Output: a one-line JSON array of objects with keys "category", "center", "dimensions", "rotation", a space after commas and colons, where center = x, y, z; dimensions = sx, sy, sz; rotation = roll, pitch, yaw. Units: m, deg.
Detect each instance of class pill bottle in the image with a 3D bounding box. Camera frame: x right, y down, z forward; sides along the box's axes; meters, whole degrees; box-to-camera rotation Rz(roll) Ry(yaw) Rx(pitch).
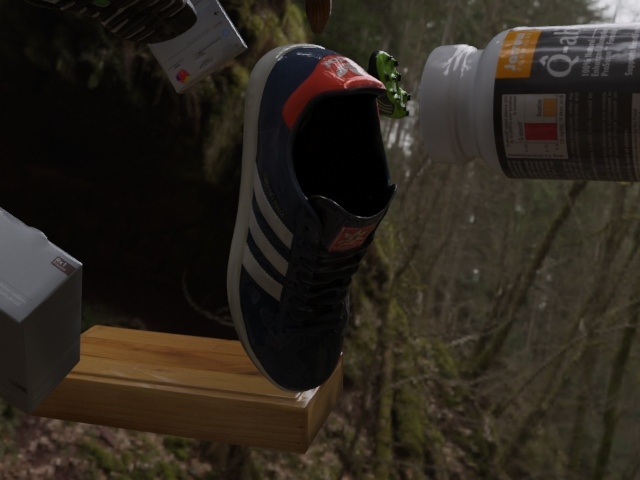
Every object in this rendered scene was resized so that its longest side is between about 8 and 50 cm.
[{"category": "pill bottle", "center": [0.256, -0.143, 0.922], "dimensions": [0.278, 0.162, 0.162], "rotation": [4, -12, 27]}]

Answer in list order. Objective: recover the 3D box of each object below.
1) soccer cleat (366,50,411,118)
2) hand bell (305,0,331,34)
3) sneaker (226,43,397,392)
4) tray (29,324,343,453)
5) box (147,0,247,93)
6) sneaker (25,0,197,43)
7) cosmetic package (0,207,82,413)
[{"category": "soccer cleat", "center": [0.081, -0.215, 1.244], "dimensions": [0.072, 0.060, 0.179], "rotation": [4, -13, 15]}, {"category": "hand bell", "center": [-0.004, -0.389, 1.257], "dimensions": [0.126, 0.126, 0.242], "rotation": [12, -32, 5]}, {"category": "sneaker", "center": [0.000, 0.000, 0.817], "dimensions": [0.131, 0.350, 0.148], "rotation": [-14, 24, -32]}, {"category": "tray", "center": [-0.190, 0.203, 1.265], "dimensions": [0.411, 0.076, 0.203], "rotation": [5, 15, 15]}, {"category": "box", "center": [-0.235, -0.371, 1.514], "dimensions": [0.145, 0.186, 0.038], "rotation": [-33, -2, 10]}, {"category": "sneaker", "center": [-0.263, -0.351, 1.072], "dimensions": [0.106, 0.162, 0.281], "rotation": [-23, -14, 26]}, {"category": "cosmetic package", "center": [-0.347, 0.084, 0.992], "dimensions": [0.127, 0.107, 0.238], "rotation": [32, -34, 9]}]
